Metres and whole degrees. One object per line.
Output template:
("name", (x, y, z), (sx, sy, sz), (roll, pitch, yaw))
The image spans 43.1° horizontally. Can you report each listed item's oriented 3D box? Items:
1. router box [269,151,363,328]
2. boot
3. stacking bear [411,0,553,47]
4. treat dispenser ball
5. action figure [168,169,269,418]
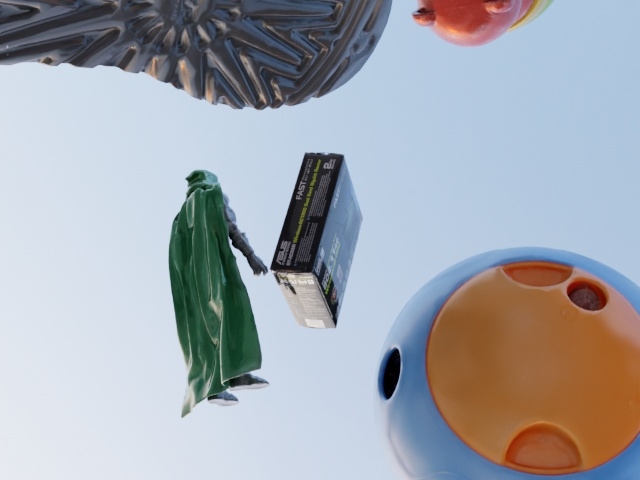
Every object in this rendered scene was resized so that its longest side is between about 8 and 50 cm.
("router box", (0.000, 0.000, 0.687), (0.038, 0.092, 0.122), (3, -123, 18))
("boot", (-0.190, -0.294, 0.587), (0.445, 0.367, 0.146), (52, -58, 30))
("stacking bear", (0.190, -0.304, 0.900), (0.176, 0.289, 0.164), (4, -58, 26))
("treat dispenser ball", (0.194, 0.148, 0.751), (0.288, 0.288, 0.288), (-9, -103, 40))
("action figure", (-0.098, 0.032, 0.751), (0.137, 0.064, 0.232), (-34, -123, 40))
